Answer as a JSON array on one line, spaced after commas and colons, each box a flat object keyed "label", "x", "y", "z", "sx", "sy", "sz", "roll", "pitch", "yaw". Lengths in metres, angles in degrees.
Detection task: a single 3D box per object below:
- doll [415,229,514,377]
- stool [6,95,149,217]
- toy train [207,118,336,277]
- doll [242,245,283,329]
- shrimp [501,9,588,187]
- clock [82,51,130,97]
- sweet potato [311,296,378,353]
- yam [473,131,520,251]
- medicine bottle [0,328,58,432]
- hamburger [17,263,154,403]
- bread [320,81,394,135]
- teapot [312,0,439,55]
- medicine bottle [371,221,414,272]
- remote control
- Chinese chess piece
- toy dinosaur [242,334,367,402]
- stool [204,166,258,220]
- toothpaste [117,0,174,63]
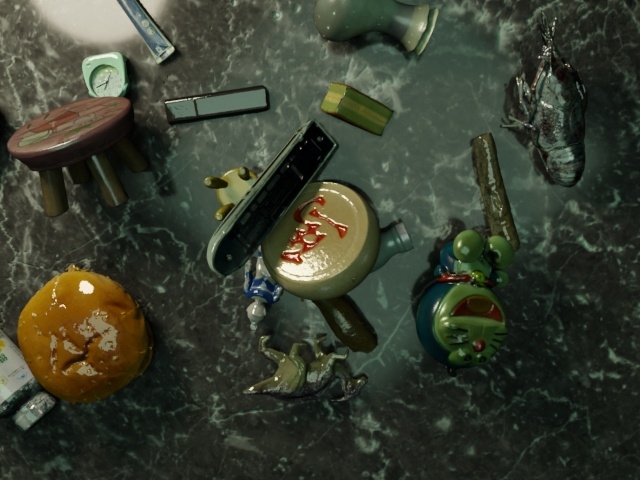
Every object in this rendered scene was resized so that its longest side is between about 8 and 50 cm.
[{"label": "doll", "x": 0.319, "y": 0.142, "z": 1.381, "sx": 0.198, "sy": 0.186, "sz": 0.322, "roll": 15, "pitch": 86, "yaw": -17}, {"label": "stool", "x": -0.516, "y": -0.187, "z": 1.366, "sx": 0.271, "sy": 0.272, "sz": 0.179, "roll": -11, "pitch": 123, "yaw": 6}, {"label": "toy train", "x": -0.118, "y": -0.088, "z": 1.331, "sx": 0.086, "sy": 0.088, "sz": 0.407, "roll": 47, "pitch": 65, "yaw": -24}, {"label": "doll", "x": -0.134, "y": 0.101, "z": 1.476, "sx": 0.113, "sy": 0.057, "sz": 0.228, "roll": 19, "pitch": 90, "yaw": -4}, {"label": "shrimp", "x": 0.475, "y": -0.287, "z": 1.330, "sx": 0.171, "sy": 0.137, "sz": 0.373, "roll": -16, "pitch": 97, "yaw": 11}, {"label": "clock", "x": -0.492, "y": -0.364, "z": 1.449, "sx": 0.101, "sy": 0.041, "sz": 0.135, "roll": -7, "pitch": 98, "yaw": 5}, {"label": "sweet potato", "x": 0.039, "y": 0.175, "z": 1.461, "sx": 0.077, "sy": 0.077, "sz": 0.244, "roll": -42, "pitch": 93, "yaw": 9}, {"label": "yam", "x": 0.392, "y": -0.103, "z": 1.400, "sx": 0.061, "sy": 0.061, "sz": 0.274, "roll": -14, "pitch": 95, "yaw": 7}, {"label": "medicine bottle", "x": -0.777, "y": 0.328, "z": 1.516, "sx": 0.141, "sy": 0.141, "sz": 0.293, "roll": -41, "pitch": 93, "yaw": 9}, {"label": "hamburger", "x": -0.553, "y": 0.221, "z": 1.471, "sx": 0.289, "sy": 0.170, "sz": 0.314, "roll": -35, "pitch": 92, "yaw": 2}, {"label": "bread", "x": 0.084, "y": -0.299, "z": 1.424, "sx": 0.139, "sy": 0.084, "sz": 0.074, "roll": 19, "pitch": 100, "yaw": -29}, {"label": "teapot", "x": 0.116, "y": -0.487, "z": 1.324, "sx": 0.250, "sy": 0.183, "sz": 0.184, "roll": 19, "pitch": 99, "yaw": -9}, {"label": "medicine bottle", "x": 0.102, "y": 0.031, "z": 1.427, "sx": 0.216, "sy": 0.090, "sz": 0.091, "roll": -25, "pitch": 95, "yaw": 7}, {"label": "remote control", "x": -0.242, "y": -0.314, "z": 1.444, "sx": 0.245, "sy": 0.025, "sz": 0.063, "roll": -8, "pitch": 101, "yaw": 6}, {"label": "Chinese chess piece", "x": 0.000, "y": 0.000, "z": 1.366, "sx": 0.273, "sy": 0.102, "sz": 0.274, "roll": -8, "pitch": 63, "yaw": 16}, {"label": "toy dinosaur", "x": -0.033, "y": 0.313, "z": 1.483, "sx": 0.293, "sy": 0.077, "sz": 0.162, "roll": 3, "pitch": 99, "yaw": 4}, {"label": "stool", "x": -0.194, "y": -0.108, "z": 1.424, "sx": 0.134, "sy": 0.110, "sz": 0.135, "roll": 29, "pitch": 98, "yaw": 1}, {"label": "toothpaste", "x": -0.409, "y": -0.500, "z": 1.427, "sx": 0.057, "sy": 0.035, "sz": 0.197, "roll": -34, "pitch": 96, "yaw": 17}]
